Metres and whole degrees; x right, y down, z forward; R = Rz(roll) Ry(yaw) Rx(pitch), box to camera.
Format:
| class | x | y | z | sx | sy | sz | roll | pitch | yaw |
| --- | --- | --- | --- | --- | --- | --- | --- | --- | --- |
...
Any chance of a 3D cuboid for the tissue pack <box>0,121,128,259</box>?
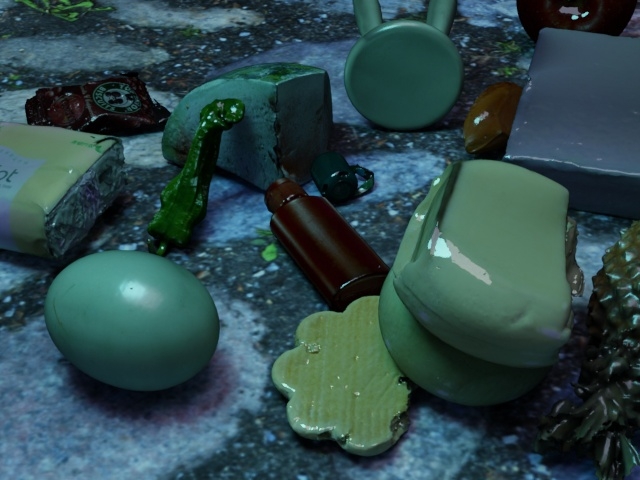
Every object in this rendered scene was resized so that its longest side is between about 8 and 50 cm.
| class | x | y | z | sx | sy | sz | roll | pitch | yaw |
| --- | --- | --- | --- | --- | --- | --- | --- | --- | --- |
| tissue pack | -0.441 | -0.076 | 1.536 | 0.257 | 0.123 | 0.215 | 8 | 41 | 24 |

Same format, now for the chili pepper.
| class | x | y | z | sx | sy | sz | roll | pitch | yaw |
| --- | --- | --- | --- | --- | --- | --- | --- | --- | --- |
| chili pepper | -0.184 | -0.092 | 1.501 | 0.074 | 0.256 | 0.100 | 20 | 0 | -15 |

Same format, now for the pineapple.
| class | x | y | z | sx | sy | sz | roll | pitch | yaw |
| --- | --- | --- | --- | --- | --- | --- | --- | --- | --- |
| pineapple | 0.366 | 0.122 | 1.227 | 0.175 | 0.175 | 0.361 | 26 | 61 | 31 |

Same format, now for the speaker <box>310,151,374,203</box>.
| class | x | y | z | sx | sy | sz | roll | pitch | yaw |
| --- | --- | --- | --- | --- | --- | --- | --- | --- | --- |
| speaker | 0.034 | -0.092 | 1.590 | 0.095 | 0.060 | 0.075 | 19 | 27 | -32 |

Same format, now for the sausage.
| class | x | y | z | sx | sy | sz | roll | pitch | yaw |
| --- | --- | --- | --- | --- | --- | --- | --- | --- | --- |
| sausage | 0.284 | -0.201 | 1.677 | 0.089 | 0.089 | 0.179 | 16 | 41 | 22 |

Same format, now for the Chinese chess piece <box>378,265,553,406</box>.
| class | x | y | z | sx | sy | sz | roll | pitch | yaw |
| --- | --- | --- | --- | --- | --- | --- | --- | --- | --- |
| Chinese chess piece | 0.186 | 0.094 | 1.270 | 0.238 | 0.092 | 0.237 | 9 | 44 | -9 |

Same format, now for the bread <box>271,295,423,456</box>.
| class | x | y | z | sx | sy | sz | roll | pitch | yaw |
| --- | --- | --- | --- | --- | --- | --- | --- | --- | --- |
| bread | 0.041 | 0.158 | 1.279 | 0.182 | 0.038 | 0.250 | 12 | 41 | 18 |

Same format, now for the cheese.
| class | x | y | z | sx | sy | sz | roll | pitch | yaw |
| --- | --- | --- | --- | --- | --- | --- | --- | --- | --- |
| cheese | 0.212 | 0.024 | 1.194 | 0.233 | 0.127 | 0.266 | 22 | 45 | -1 |

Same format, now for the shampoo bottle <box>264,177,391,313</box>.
| class | x | y | z | sx | sy | sz | roll | pitch | yaw |
| --- | --- | --- | --- | --- | --- | --- | --- | --- | --- |
| shampoo bottle | 0.000 | 0.000 | 1.458 | 0.102 | 0.064 | 0.260 | -20 | 42 | -20 |

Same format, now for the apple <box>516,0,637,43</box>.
| class | x | y | z | sx | sy | sz | roll | pitch | yaw |
| --- | --- | --- | --- | --- | --- | --- | --- | --- | --- |
| apple | 0.462 | -0.445 | 1.872 | 0.218 | 0.218 | 0.201 | 15 | 17 | 21 |

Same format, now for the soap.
| class | x | y | z | sx | sy | sz | roll | pitch | yaw |
| --- | --- | --- | --- | --- | --- | --- | --- | --- | --- |
| soap | 0.442 | -0.181 | 1.572 | 0.286 | 0.107 | 0.296 | 12 | 57 | 18 |

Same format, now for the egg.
| class | x | y | z | sx | sy | sz | roll | pitch | yaw |
| --- | --- | --- | --- | --- | --- | --- | --- | --- | --- |
| egg | -0.232 | 0.096 | 1.269 | 0.231 | 0.168 | 0.168 | 15 | 42 | 23 |

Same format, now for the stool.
| class | x | y | z | sx | sy | sz | roll | pitch | yaw |
| --- | --- | --- | --- | --- | --- | --- | --- | --- | --- |
| stool | 0.142 | -0.315 | 1.742 | 0.195 | 0.195 | 0.198 | 1 | 38 | 5 |

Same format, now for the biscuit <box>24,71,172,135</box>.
| class | x | y | z | sx | sy | sz | roll | pitch | yaw |
| --- | --- | --- | --- | --- | --- | --- | --- | --- | --- |
| biscuit | -0.381 | -0.222 | 1.761 | 0.236 | 0.063 | 0.151 | -13 | 51 | -19 |

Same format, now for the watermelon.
| class | x | y | z | sx | sy | sz | roll | pitch | yaw |
| --- | --- | --- | --- | --- | --- | --- | --- | --- | --- |
| watermelon | -0.077 | -0.165 | 1.645 | 0.320 | 0.213 | 0.290 | -25 | -13 | 33 |
